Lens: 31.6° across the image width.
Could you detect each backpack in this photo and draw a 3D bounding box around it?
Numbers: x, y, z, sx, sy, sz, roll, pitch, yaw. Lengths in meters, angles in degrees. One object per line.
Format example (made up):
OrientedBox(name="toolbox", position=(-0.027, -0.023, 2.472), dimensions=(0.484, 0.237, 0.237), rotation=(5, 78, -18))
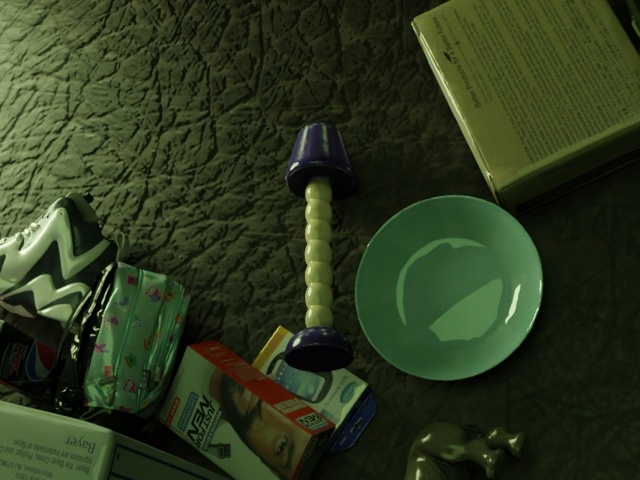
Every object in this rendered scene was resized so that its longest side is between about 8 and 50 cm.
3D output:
OrientedBox(name="backpack", position=(-0.206, 0.116, 1.170), dimensions=(0.115, 0.152, 0.182), rotation=(21, 75, -19))

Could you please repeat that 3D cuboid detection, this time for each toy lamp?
OrientedBox(name="toy lamp", position=(0.000, 0.000, 1.192), dimensions=(0.080, 0.080, 0.274), rotation=(-8, 61, 14))

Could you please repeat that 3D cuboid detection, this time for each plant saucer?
OrientedBox(name="plant saucer", position=(0.132, 0.051, 1.157), dimensions=(0.195, 0.037, 0.195), rotation=(-6, 70, 17))

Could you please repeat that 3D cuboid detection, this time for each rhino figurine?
OrientedBox(name="rhino figurine", position=(0.105, 0.278, 1.053), dimensions=(0.106, 0.073, 0.243), rotation=(10, 72, 38))

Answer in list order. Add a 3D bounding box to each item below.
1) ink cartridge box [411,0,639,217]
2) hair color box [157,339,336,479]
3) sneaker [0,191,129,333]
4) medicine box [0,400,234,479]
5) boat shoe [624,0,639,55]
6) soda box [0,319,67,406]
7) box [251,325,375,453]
OrientedBox(name="ink cartridge box", position=(0.232, -0.168, 1.196), dimensions=(0.193, 0.088, 0.234), rotation=(-25, 64, 7))
OrientedBox(name="hair color box", position=(-0.077, 0.183, 1.142), dimensions=(0.167, 0.053, 0.093), rotation=(31, 108, 25))
OrientedBox(name="sneaker", position=(-0.323, 0.006, 1.288), dimensions=(0.235, 0.094, 0.153), rotation=(16, 72, 22))
OrientedBox(name="medicine box", position=(-0.218, 0.314, 0.982), dimensions=(0.149, 0.263, 0.289), rotation=(8, 72, 23))
OrientedBox(name="boat shoe", position=(0.366, -0.298, 1.207), dimensions=(0.109, 0.091, 0.305), rotation=(-10, 66, 13))
OrientedBox(name="soda box", position=(-0.321, 0.127, 1.193), dimensions=(0.060, 0.169, 0.053), rotation=(15, 74, 22))
OrientedBox(name="box", position=(-0.011, 0.157, 1.167), dimensions=(0.136, 0.028, 0.081), rotation=(31, 79, 27))
